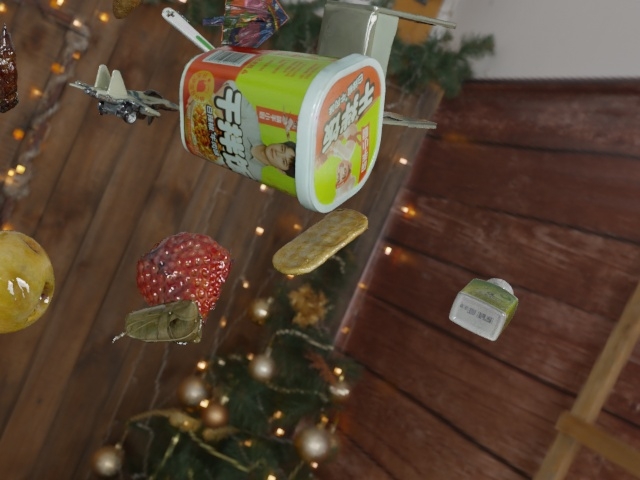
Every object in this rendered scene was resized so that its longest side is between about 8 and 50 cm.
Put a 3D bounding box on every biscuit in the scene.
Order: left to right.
[{"bbox_3d":[0.000,0.000,1.809,0.118,0.247,0.029,25,-40,39],"label":"biscuit"}]

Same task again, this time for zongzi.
[{"bbox_3d":[-0.334,0.153,1.667,0.188,0.081,0.178,0,-24,-4],"label":"zongzi"}]

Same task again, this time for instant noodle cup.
[{"bbox_3d":[-0.078,-0.227,1.517,0.307,0.294,0.294,19,-2,26],"label":"instant noodle cup"}]

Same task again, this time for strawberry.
[{"bbox_3d":[-0.377,0.093,2.116,0.253,0.280,0.150,-9,-49,27],"label":"strawberry"}]

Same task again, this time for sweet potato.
[{"bbox_3d":[-0.414,-0.553,1.831,0.060,0.068,0.206,49,-36,-11],"label":"sweet potato"}]

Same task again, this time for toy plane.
[{"bbox_3d":[-0.358,-0.261,1.601,0.192,0.088,0.262,23,2,27],"label":"toy plane"}]

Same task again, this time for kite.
[{"bbox_3d":[-0.166,-0.519,1.921,0.233,0.321,0.016,-10,37,-32],"label":"kite"}]

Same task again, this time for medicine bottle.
[{"bbox_3d":[0.411,0.160,2.046,0.132,0.088,0.188,25,24,19],"label":"medicine bottle"}]

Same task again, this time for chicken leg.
[{"bbox_3d":[-0.727,-0.382,1.904,0.063,0.105,0.234,-11,-25,-26],"label":"chicken leg"}]

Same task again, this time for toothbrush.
[{"bbox_3d":[-0.198,-0.393,1.881,0.418,0.042,0.040,41,-29,1],"label":"toothbrush"}]

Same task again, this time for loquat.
[{"bbox_3d":[-0.639,0.082,1.663,0.213,0.213,0.213,23,0,0],"label":"loquat"}]

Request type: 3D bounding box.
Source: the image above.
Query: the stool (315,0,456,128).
[{"bbox_3d":[0.138,-0.394,1.870,0.269,0.244,0.170,-1,18,-39],"label":"stool"}]
